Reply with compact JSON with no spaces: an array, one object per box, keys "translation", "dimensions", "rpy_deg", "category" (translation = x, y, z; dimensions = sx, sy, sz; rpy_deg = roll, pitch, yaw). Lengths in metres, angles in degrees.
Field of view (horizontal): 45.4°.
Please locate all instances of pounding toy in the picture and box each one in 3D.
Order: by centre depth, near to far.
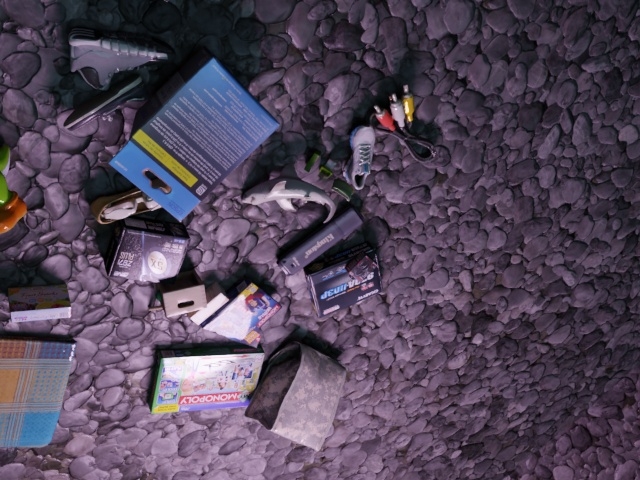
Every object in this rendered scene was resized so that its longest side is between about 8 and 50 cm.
[{"translation":[-0.389,0.153,2.054],"dimensions":[0.141,0.130,0.100],"rpy_deg":[-12,114,-18],"category":"pounding toy"}]

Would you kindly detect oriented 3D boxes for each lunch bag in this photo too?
[{"translation":[-0.063,0.469,2.377],"dimensions":[0.235,0.169,0.287],"rpy_deg":[35,77,-40],"category":"lunch bag"}]

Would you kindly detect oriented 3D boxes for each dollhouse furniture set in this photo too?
[{"translation":[0.036,-0.176,2.038],"dimensions":[0.152,0.076,0.058],"rpy_deg":[33,114,-5],"category":"dollhouse furniture set"}]

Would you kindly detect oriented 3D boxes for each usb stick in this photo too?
[{"translation":[0.000,0.000,2.177],"dimensions":[0.278,0.045,0.077],"rpy_deg":[-36,130,1],"category":"usb stick"}]

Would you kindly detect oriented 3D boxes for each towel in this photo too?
[{"translation":[-0.829,0.411,2.067],"dimensions":[0.271,0.040,0.370],"rpy_deg":[7,116,-30],"category":"towel"}]

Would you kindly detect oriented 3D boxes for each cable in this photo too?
[{"translation":[0.224,-0.290,2.073],"dimensions":[0.139,0.072,0.287],"rpy_deg":[-32,130,5],"category":"cable"}]

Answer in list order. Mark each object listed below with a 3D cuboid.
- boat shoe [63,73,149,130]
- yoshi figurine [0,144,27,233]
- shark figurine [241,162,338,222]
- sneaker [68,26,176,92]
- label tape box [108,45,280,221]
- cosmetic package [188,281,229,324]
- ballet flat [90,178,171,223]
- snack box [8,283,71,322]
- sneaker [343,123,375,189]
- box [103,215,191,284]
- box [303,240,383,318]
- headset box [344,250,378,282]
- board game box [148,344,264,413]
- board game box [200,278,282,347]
[{"translation":[-0.481,-0.297,1.733],"dimensions":[0.206,0.075,0.065],"rpy_deg":[-34,126,-7],"category":"boat shoe"},{"translation":[-0.784,-0.170,1.603],"dimensions":[0.204,0.203,0.362],"rpy_deg":[-20,125,-4],"category":"yoshi figurine"},{"translation":[-0.054,-0.146,2.026],"dimensions":[0.278,0.116,0.166],"rpy_deg":[8,152,-20],"category":"shark figurine"},{"translation":[-0.442,-0.388,1.695],"dimensions":[0.229,0.086,0.132],"rpy_deg":[6,124,-17],"category":"sneaker"},{"translation":[-0.299,-0.245,1.780],"dimensions":[0.334,0.106,0.240],"rpy_deg":[-43,126,4],"category":"label tape box"},{"translation":[-0.317,0.175,2.136],"dimensions":[0.115,0.060,0.041],"rpy_deg":[-38,130,4],"category":"cosmetic package"},{"translation":[-0.446,-0.091,1.887],"dimensions":[0.232,0.073,0.080],"rpy_deg":[-20,126,-12],"category":"ballet flat"},{"translation":[-0.702,0.155,1.913],"dimensions":[0.141,0.100,0.037],"rpy_deg":[-3,123,-24],"category":"snack box"},{"translation":[0.115,-0.220,2.046],"dimensions":[0.071,0.083,0.190],"rpy_deg":[-5,130,-17],"category":"sneaker"},{"translation":[-0.445,0.024,1.962],"dimensions":[0.180,0.077,0.147],"rpy_deg":[11,117,-31],"category":"box"},{"translation":[0.069,0.117,2.284],"dimensions":[0.220,0.051,0.175],"rpy_deg":[-21,127,-12],"category":"box"},{"translation":[0.116,0.079,2.227],"dimensions":[0.083,0.032,0.062],"rpy_deg":[-45,127,5],"category":"headset box"},{"translation":[-0.340,0.414,2.293],"dimensions":[0.317,0.046,0.213],"rpy_deg":[1,120,-26],"category":"board game box"},{"translation":[-0.217,0.218,2.211],"dimensions":[0.194,0.060,0.194],"rpy_deg":[-42,130,5],"category":"board game box"}]
